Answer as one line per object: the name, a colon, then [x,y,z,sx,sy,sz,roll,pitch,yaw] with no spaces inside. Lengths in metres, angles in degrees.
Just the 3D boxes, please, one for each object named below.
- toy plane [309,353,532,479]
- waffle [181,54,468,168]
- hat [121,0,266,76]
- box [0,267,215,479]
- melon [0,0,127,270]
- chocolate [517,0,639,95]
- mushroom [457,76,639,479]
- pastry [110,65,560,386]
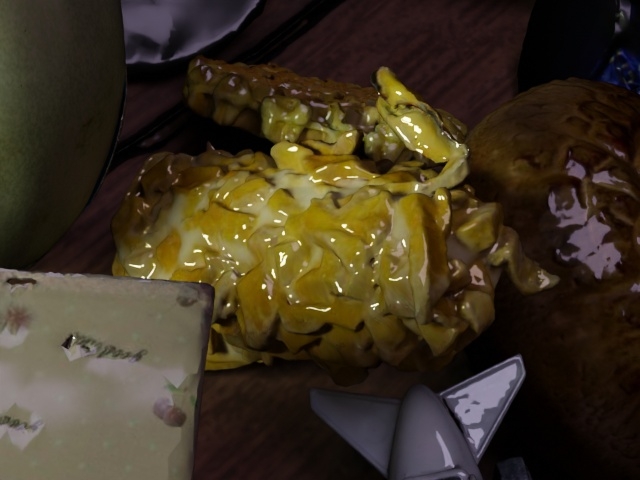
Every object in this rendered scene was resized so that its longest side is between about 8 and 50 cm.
toy plane: [0.068,0.185,0.899,0.251,0.101,0.255,-10,69,2]
waffle: [0.003,-0.077,1.084,0.191,0.038,0.191,13,10,-2]
hat: [-0.168,-0.298,1.192,0.366,0.257,0.381,20,82,-32]
box: [-0.154,0.165,0.690,0.190,0.225,0.297,3,84,-15]
melon: [-0.236,-0.112,0.901,0.268,0.330,0.268,-14,22,6]
chocolate: [0.309,-0.082,1.223,0.343,0.126,0.148,20,12,-15]
mushroom: [0.176,0.019,1.041,0.253,0.153,0.253,19,56,-31]
pastry: [0.000,0.000,0.956,0.102,0.250,0.154,40,55,-46]
